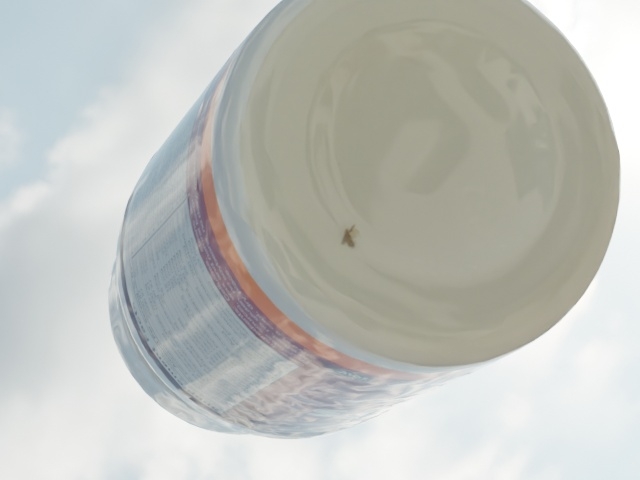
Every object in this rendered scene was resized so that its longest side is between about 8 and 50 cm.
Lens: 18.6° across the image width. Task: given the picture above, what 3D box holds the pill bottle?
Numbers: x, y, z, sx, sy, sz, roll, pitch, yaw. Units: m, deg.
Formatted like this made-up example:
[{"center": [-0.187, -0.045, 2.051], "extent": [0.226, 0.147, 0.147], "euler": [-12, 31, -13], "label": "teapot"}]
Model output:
[{"center": [0.000, 0.000, 0.639], "extent": [0.121, 0.221, 0.121], "euler": [4, -104, -16], "label": "pill bottle"}]
